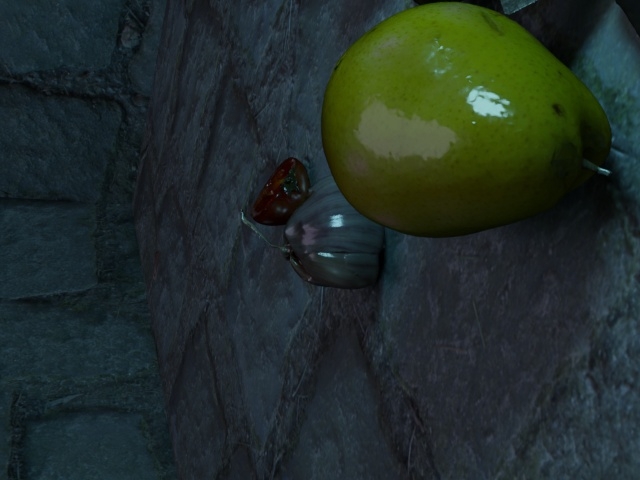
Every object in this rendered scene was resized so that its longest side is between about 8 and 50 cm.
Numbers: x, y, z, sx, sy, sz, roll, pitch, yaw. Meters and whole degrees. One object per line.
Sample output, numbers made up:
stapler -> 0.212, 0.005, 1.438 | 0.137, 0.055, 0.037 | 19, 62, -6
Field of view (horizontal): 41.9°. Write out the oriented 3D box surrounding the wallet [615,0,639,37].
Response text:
wallet -> 0.370, -0.302, 0.726 | 0.309, 0.042, 0.165 | 119, 148, -47

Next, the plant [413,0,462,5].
plant -> 0.179, -0.340, 1.147 | 0.251, 0.180, 0.333 | -92, -8, -45

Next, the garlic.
garlic -> 0.000, 0.000, 1.427 | 0.256, 0.207, 0.207 | 3, 90, 31

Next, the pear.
pear -> 0.150, -0.116, 0.936 | 0.336, 0.285, 0.285 | -117, 36, -46

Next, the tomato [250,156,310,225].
tomato -> -0.068, -0.089, 1.724 | 0.139, 0.091, 0.159 | -26, 36, 55

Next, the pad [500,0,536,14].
pad -> 0.250, -0.371, 0.942 | 0.158, 0.003, 0.235 | -23, 58, 19
